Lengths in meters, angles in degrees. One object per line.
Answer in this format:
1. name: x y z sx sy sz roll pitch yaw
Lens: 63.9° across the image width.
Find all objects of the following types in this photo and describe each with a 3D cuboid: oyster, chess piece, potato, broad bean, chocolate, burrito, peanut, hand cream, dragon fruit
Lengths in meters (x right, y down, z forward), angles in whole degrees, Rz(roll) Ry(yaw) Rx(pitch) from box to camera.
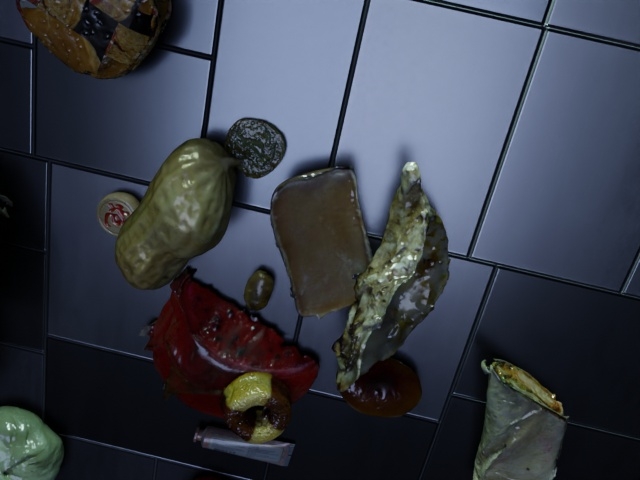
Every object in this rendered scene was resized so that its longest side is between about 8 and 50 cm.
1. oyster: 0.132 0.072 0.875 0.110 0.204 0.397 29 104 36
2. chess piece: -0.364 -0.047 0.934 0.083 0.038 0.084 1 108 4
3. potato: -0.116 0.095 0.956 0.051 0.040 0.083 16 112 -5
4. broad bean: 0.112 0.277 0.976 0.165 0.084 0.114 3 105 -1
5. chocolate: 0.000 -0.001 0.888 0.160 0.083 0.262 -14 113 -9
6. burrito: 0.380 0.368 0.972 0.174 0.107 0.348 -7 111 -8
7. peanut: -0.241 -0.029 0.861 0.143 0.159 0.291 27 113 -35
8. hand cream: -0.162 0.431 1.085 0.209 0.043 0.067 15 113 -5
9. dragon fruit: -0.200 0.257 0.998 0.343 0.100 0.282 33 114 -5

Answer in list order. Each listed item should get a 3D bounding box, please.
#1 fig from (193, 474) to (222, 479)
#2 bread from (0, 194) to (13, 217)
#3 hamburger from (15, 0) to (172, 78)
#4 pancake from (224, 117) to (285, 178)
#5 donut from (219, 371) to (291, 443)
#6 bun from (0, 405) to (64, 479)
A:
1. fig: -0.253 0.574 1.100 0.128 0.150 0.129 -7 74 26
2. bread: -0.692 0.038 0.859 0.235 0.183 0.389 16 68 -24
3. hamburger: -0.345 -0.363 0.773 0.230 0.107 0.231 0 126 0
4. pancake: -0.113 -0.160 0.878 0.107 0.017 0.108 2 106 5
5. donut: -0.116 0.311 0.939 0.140 0.059 0.141 -5 115 -12
6. bun: -0.674 0.470 1.105 0.212 0.126 0.204 40 107 -8
